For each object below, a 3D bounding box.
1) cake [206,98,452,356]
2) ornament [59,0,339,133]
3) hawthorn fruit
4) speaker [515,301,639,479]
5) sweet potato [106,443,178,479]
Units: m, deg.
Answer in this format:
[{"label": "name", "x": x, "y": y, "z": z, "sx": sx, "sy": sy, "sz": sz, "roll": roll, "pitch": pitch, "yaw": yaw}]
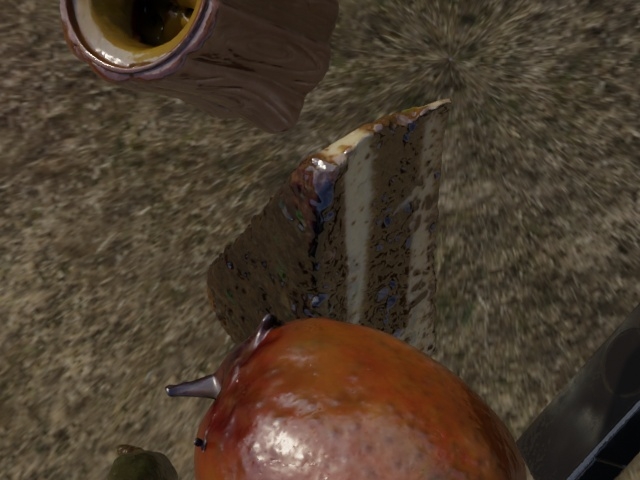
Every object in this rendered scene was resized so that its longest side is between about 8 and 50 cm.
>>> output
[{"label": "cake", "x": -0.003, "y": -0.010, "z": 0.836, "sx": 0.112, "sy": 0.246, "sz": 0.135, "roll": -33, "pitch": 54, "yaw": -25}, {"label": "ornament", "x": -0.112, "y": -0.222, "z": 1.267, "sx": 0.221, "sy": 0.217, "sz": 0.235, "roll": -33, "pitch": 75, "yaw": 22}, {"label": "hawthorn fruit", "x": 0.004, "y": 0.060, "z": 0.356, "sx": 0.081, "sy": 0.081, "sz": 0.093, "roll": -44, "pitch": 82, "yaw": 9}, {"label": "speaker", "x": 0.261, "y": 0.134, "z": 1.147, "sx": 0.044, "sy": 0.082, "sz": 0.218, "roll": 20, "pitch": 119, "yaw": -31}, {"label": "sweet potato", "x": -0.109, "y": 0.145, "z": 0.817, "sx": 0.041, "sy": 0.153, "sz": 0.038, "roll": 35, "pitch": 87, "yaw": -4}]
